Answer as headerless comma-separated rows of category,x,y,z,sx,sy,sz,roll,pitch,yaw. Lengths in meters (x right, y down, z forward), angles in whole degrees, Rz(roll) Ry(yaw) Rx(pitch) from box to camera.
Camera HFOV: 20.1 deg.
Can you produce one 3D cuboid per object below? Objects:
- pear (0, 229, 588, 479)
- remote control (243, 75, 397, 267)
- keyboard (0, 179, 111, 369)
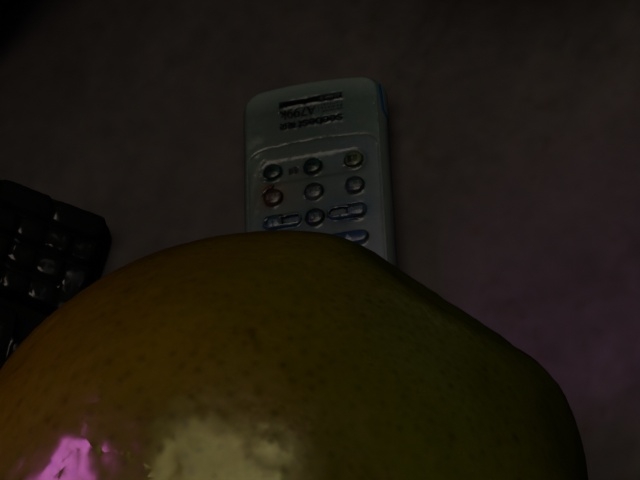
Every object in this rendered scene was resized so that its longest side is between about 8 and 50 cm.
pear,-0.027,0.103,0.463,0.166,0.180,0.216,27,90,-11
remote control,0.000,0.000,0.598,0.053,0.018,0.124,-7,59,10
keyboard,-0.123,0.080,0.561,0.072,0.023,0.231,21,62,-15
